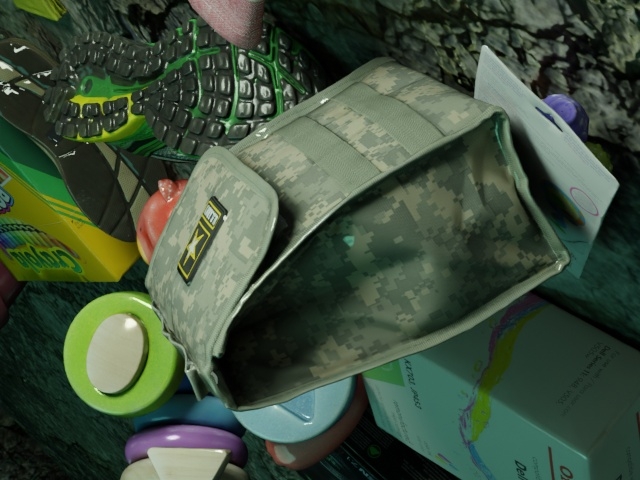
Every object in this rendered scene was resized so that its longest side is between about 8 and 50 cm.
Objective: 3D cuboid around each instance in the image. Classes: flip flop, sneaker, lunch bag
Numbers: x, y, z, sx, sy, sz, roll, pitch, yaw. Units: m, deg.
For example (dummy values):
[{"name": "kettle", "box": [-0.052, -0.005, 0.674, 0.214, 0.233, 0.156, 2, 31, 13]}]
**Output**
[{"name": "flip flop", "box": [-0.274, -0.117, 1.914, 0.277, 0.112, 0.080, 44, -176, -5]}, {"name": "sneaker", "box": [-0.099, -0.135, 1.575, 0.343, 0.134, 0.146, 10, 177, 45]}, {"name": "lunch bag", "box": [0.000, 0.000, 1.291, 0.169, 0.287, 0.235, 62, 172, -21]}]

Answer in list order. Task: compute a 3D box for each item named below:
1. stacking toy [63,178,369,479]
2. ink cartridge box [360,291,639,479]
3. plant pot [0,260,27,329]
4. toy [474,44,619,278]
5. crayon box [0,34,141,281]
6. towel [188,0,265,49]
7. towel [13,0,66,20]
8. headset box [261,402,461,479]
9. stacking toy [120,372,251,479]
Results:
[{"name": "stacking toy", "box": [-0.123, 0.109, 1.666, 0.309, 0.279, 0.130, 51, -171, 15]}, {"name": "ink cartridge box", "box": [0.200, 0.161, 1.538, 0.353, 0.119, 0.207, 29, 153, 33]}, {"name": "plant pot", "box": [-0.485, 0.017, 2.399, 0.201, 0.180, 0.201, 36, 157, 18]}, {"name": "toy", "box": [0.173, -0.063, 1.262, 0.137, 0.056, 0.237, 47, 166, 14]}, {"name": "crayon box", "box": [-0.393, -0.091, 2.141, 0.313, 0.106, 0.363, 52, 157, -18]}, {"name": "towel", "box": [-0.110, -0.316, 1.249, 0.237, 0.037, 0.329, 49, 156, 20]}, {"name": "towel", "box": [-0.350, -0.332, 1.758, 0.102, 0.021, 0.237, 26, 153, 50]}, {"name": "headset box", "box": [0.048, 0.206, 1.855, 0.246, 0.131, 0.283, 43, 163, 4]}, {"name": "stacking toy", "box": [-0.138, 0.122, 1.850, 0.141, 0.330, 0.141, 2, 159, 1]}]
